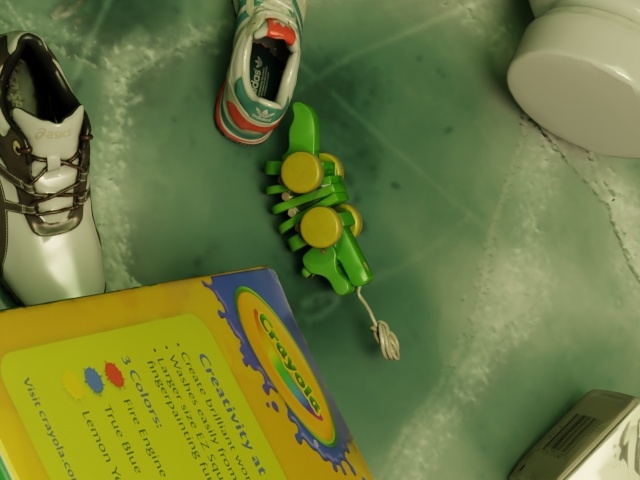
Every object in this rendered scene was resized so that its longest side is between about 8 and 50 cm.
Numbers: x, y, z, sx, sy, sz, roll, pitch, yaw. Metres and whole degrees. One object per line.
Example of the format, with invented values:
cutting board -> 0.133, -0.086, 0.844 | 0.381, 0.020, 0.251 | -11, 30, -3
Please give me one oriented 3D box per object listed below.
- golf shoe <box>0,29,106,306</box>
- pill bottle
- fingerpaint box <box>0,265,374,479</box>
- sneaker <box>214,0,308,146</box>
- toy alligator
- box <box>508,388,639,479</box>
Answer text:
golf shoe -> -0.181, -0.040, 1.230 | 0.077, 0.094, 0.198 | -17, 86, -25
pill bottle -> 0.251, -0.215, 1.395 | 0.169, 0.169, 0.301 | 33, 69, -11
fingerpaint box -> -0.065, 0.255, 1.042 | 0.445, 0.163, 0.371 | 63, 22, 7
sneaker -> -0.031, -0.148, 1.321 | 0.057, 0.075, 0.161 | 15, 74, -18
toy alligator -> 0.000, 0.000, 1.317 | 0.051, 0.056, 0.190 | -20, 87, 18
box -> 0.263, 0.231, 1.322 | 0.094, 0.113, 0.275 | -45, 98, -7
